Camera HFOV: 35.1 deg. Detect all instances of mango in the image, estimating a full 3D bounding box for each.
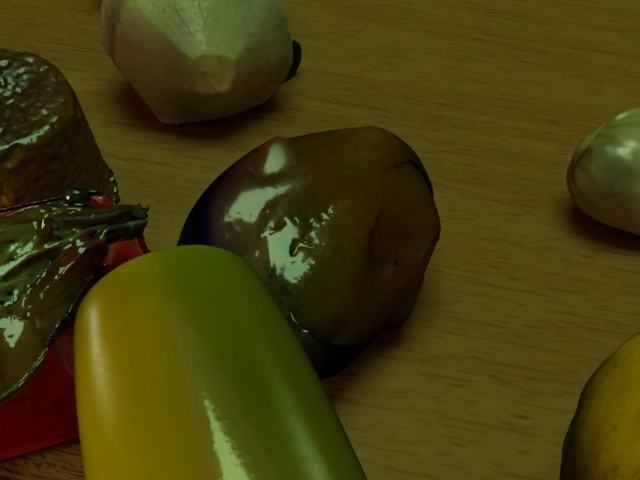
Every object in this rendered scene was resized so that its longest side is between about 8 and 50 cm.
[{"bbox_3d":[0.000,0.000,0.891,0.152,0.201,0.287,3,19,35],"label":"mango"}]

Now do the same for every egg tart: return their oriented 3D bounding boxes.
[{"bbox_3d":[-0.307,-0.072,0.976,0.215,0.171,0.215,2,52,-3],"label":"egg tart"}]

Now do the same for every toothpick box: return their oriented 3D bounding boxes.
[{"bbox_3d":[-0.072,0.135,0.665,0.174,0.175,0.271,-10,50,-18],"label":"toothpick box"}]

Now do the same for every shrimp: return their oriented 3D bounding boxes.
[{"bbox_3d":[-0.234,0.040,0.722,0.154,0.062,0.294,42,54,19],"label":"shrimp"}]

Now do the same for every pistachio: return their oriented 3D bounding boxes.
[{"bbox_3d":[0.357,-0.067,1.081,0.200,0.117,0.145,-2,74,-19],"label":"pistachio"}]

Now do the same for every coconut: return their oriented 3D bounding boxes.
[{"bbox_3d":[-0.147,-0.251,1.214,0.236,0.197,0.237,5,31,-3],"label":"coconut"}]

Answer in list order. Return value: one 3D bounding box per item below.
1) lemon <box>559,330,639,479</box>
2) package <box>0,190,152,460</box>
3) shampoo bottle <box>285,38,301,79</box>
[{"bbox_3d":[0.282,0.170,0.617,0.285,0.286,0.316,25,24,26],"label":"lemon"},{"bbox_3d":[-0.323,0.085,0.795,0.423,0.123,0.196,-14,37,-22],"label":"package"},{"bbox_3d":[-0.124,-0.274,1.358,0.207,0.064,0.057,23,31,26],"label":"shampoo bottle"}]
